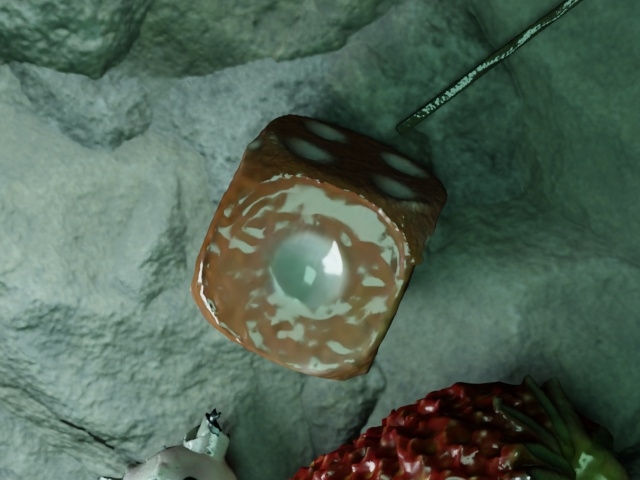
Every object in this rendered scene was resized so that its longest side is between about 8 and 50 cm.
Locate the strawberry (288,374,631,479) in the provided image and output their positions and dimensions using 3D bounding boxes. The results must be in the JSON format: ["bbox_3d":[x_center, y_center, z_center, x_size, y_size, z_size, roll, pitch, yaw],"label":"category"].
[{"bbox_3d":[0.114,0.279,1.227,0.343,0.292,0.292,-31,99,34],"label":"strawberry"}]

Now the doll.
[{"bbox_3d":[-0.123,0.274,1.337,0.149,0.095,0.192,-24,98,9],"label":"doll"}]

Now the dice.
[{"bbox_3d":[0.000,0.000,1.199,0.174,0.179,0.175,23,113,2],"label":"dice"}]

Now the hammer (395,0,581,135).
[{"bbox_3d":[0.178,-0.177,1.187,0.292,0.058,0.029,-36,91,22],"label":"hammer"}]
